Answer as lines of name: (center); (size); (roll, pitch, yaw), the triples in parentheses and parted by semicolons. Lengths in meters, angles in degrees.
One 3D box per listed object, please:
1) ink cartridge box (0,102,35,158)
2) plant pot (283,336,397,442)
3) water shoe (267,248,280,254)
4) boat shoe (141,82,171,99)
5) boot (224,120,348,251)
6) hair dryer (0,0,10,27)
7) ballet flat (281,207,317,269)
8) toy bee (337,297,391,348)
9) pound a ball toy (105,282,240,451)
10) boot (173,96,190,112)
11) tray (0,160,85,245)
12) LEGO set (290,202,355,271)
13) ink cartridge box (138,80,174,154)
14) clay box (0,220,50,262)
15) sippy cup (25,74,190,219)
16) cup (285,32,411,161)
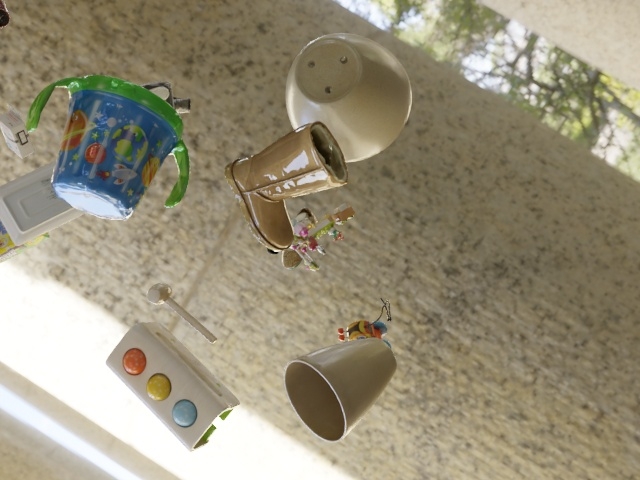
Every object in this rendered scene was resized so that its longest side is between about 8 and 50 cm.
ink cartridge box: (-0.523, -0.188, 1.303); (0.028, 0.048, 0.083); (-37, -34, -28)
plant pot: (0.079, 0.393, 2.178); (0.274, 0.256, 0.256); (-27, -23, -35)
water shoe: (-0.139, -0.057, 1.943); (0.073, 0.203, 0.080); (-18, 29, 20)
boat shoe: (-0.423, -0.358, 1.856); (0.038, 0.125, 0.046); (-78, -28, -52)
boot: (-0.051, -0.096, 1.528); (0.270, 0.236, 0.089); (-14, 28, 43)
hair dryer: (-0.735, -0.473, 1.492); (0.223, 0.294, 0.080); (-60, -12, -67)
ballet flat: (-0.065, -0.012, 2.073); (0.206, 0.073, 0.067); (-71, -30, -44)
toy bee: (0.136, 0.300, 2.386); (0.195, 0.162, 0.298); (-99, 3, -66)
pound a ball toy: (-0.316, 0.263, 1.629); (0.208, 0.319, 0.136); (-51, -16, 9)
boot: (-0.496, -0.400, 2.269); (0.161, 0.247, 0.083); (-6, -74, -36)
tray: (-0.639, -0.110, 1.829); (0.270, 0.145, 0.030); (-30, 11, -17)
LEGO set: (0.000, 0.000, 1.884); (0.132, 0.107, 0.287); (-52, -19, 29)
ink cartridge box: (-0.479, -0.302, 1.986); (0.066, 0.233, 0.188); (-15, -82, -65)
clay box: (-0.808, -0.026, 2.002); (0.222, 0.127, 0.053); (-27, -32, -5)
sippy cup: (-0.416, -0.170, 1.511); (0.240, 0.306, 0.224); (116, 170, -71)
cup: (0.048, -0.384, 1.911); (0.331, 0.331, 0.237); (-58, -17, 1)
